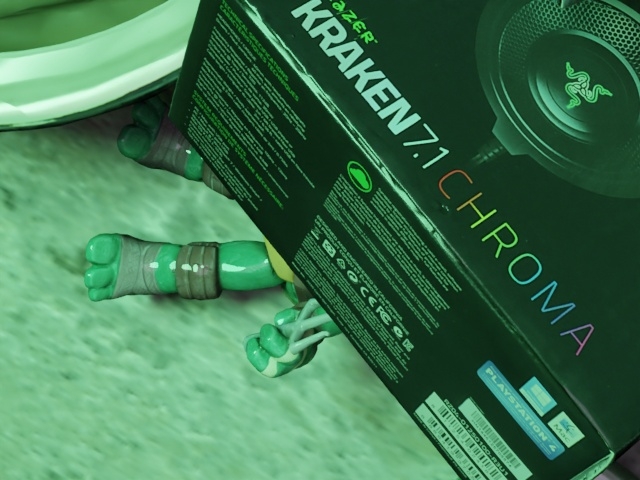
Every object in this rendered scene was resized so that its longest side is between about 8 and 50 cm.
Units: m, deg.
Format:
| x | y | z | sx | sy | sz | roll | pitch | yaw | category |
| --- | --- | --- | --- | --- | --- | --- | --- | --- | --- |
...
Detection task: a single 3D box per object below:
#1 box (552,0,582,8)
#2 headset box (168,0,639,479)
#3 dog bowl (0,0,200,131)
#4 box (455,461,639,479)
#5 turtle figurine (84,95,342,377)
| x | y | z | sx | sy | sz | roll | pitch | yaw | category |
| --- | --- | --- | --- | --- | --- | --- | --- | --- | --- |
| 0.107 | -0.203 | 0.592 | 0.183 | 0.059 | 0.233 | -24 | 49 | -15 | box |
| 0.122 | -0.061 | 0.648 | 0.283 | 0.131 | 0.246 | -33 | 78 | -25 | headset box |
| -0.156 | -0.249 | 0.758 | 0.408 | 0.150 | 0.408 | 0 | 87 | 2 | dog bowl |
| 0.115 | 0.150 | 0.753 | 0.102 | 0.087 | 0.101 | 39 | 95 | 9 | box |
| 0.000 | 0.000 | 0.760 | 0.234 | 0.118 | 0.175 | 11 | 64 | 21 | turtle figurine |
